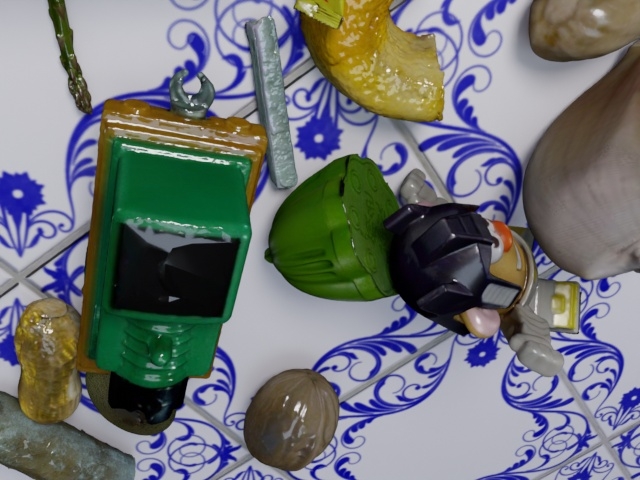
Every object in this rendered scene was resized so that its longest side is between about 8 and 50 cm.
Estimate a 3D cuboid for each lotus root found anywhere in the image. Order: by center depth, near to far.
[{"bbox_3d":[0.000,0.000,0.789,0.186,0.186,0.186,-6,125,-9],"label":"lotus root"}]

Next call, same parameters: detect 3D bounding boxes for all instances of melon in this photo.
[{"bbox_3d":[-0.260,0.214,0.894,0.099,0.099,0.162,-24,127,3],"label":"melon"}]

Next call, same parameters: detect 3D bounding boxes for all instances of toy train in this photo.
[{"bbox_3d":[-0.169,0.035,0.700,0.178,0.249,0.429,7,121,-18],"label":"toy train"}]

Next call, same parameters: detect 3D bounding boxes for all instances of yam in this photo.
[{"bbox_3d":[-0.387,0.311,0.935,0.093,0.093,0.259,-38,123,13],"label":"yam"}]

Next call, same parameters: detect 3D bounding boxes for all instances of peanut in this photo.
[{"bbox_3d":[-0.354,0.159,0.842,0.087,0.087,0.206,4,124,-16],"label":"peanut"}]

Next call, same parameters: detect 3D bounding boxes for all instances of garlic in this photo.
[{"bbox_3d":[0.386,-0.052,0.750,0.231,0.340,0.246,36,137,-22],"label":"garlic"}]

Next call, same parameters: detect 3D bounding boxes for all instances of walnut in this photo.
[{"bbox_3d":[-0.042,0.268,0.963,0.140,0.140,0.162,23,125,-26],"label":"walnut"}]

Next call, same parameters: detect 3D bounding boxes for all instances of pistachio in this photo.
[{"bbox_3d":[0.319,-0.259,0.711,0.185,0.108,0.126,-23,149,-6],"label":"pistachio"}]

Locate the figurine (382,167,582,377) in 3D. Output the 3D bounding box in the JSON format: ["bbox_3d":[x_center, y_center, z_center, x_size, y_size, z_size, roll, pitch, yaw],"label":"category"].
[{"bbox_3d":[0.188,0.038,0.767,0.308,0.308,0.143,20,107,-24],"label":"figurine"}]

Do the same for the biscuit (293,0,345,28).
[{"bbox_3d":[0.058,-0.329,0.553,0.048,0.026,0.292,31,113,8],"label":"biscuit"}]

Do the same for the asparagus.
[{"bbox_3d":[-0.259,-0.241,0.631,0.024,0.025,0.248,-15,126,-22],"label":"asparagus"}]

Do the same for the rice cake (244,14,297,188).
[{"bbox_3d":[-0.055,-0.153,0.734,0.033,0.033,0.207,-17,125,-15],"label":"rice cake"}]

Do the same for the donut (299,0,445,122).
[{"bbox_3d":[0.056,-0.231,0.677,0.152,0.101,0.259,-9,129,0],"label":"donut"}]
